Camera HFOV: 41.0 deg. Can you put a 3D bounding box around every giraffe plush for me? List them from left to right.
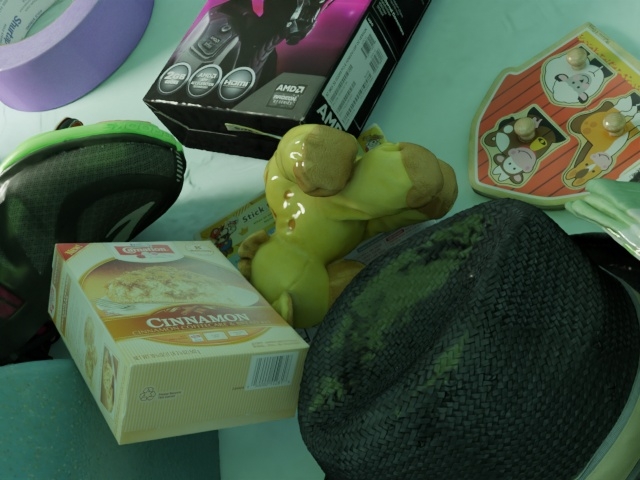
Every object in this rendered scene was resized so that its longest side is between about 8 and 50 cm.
[{"bbox_3d":[0.000,0.000,0.736,0.210,0.181,0.170,11,88,20],"label":"giraffe plush"}]

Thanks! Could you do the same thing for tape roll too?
[{"bbox_3d":[-0.367,-0.312,1.171,0.274,0.090,0.275,-13,57,20],"label":"tape roll"}]

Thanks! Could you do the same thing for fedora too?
[{"bbox_3d":[0.101,0.089,0.599,0.334,0.152,0.334,-31,32,22],"label":"fedora"}]

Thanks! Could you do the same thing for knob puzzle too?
[{"bbox_3d":[0.219,-0.108,0.793,0.213,0.030,0.213,-12,57,20],"label":"knob puzzle"}]

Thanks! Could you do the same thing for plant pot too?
[{"bbox_3d":[-0.244,0.226,0.680,0.248,0.252,0.247,-19,54,15],"label":"plant pot"}]

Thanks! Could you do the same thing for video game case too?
[{"bbox_3d":[-0.001,0.014,0.831,0.227,0.026,0.206,-31,52,8],"label":"video game case"}]

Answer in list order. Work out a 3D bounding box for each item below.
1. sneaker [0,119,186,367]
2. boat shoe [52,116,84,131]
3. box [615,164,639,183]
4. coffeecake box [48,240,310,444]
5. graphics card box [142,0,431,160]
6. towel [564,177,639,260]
[{"bbox_3d":[-0.307,0.069,0.876,0.483,0.185,0.202,-41,61,10],"label":"sneaker"},{"bbox_3d":[-0.304,-0.088,1.029,0.043,0.049,0.137,-3,63,21],"label":"boat shoe"},{"bbox_3d":[0.350,-0.064,0.682,0.232,0.058,0.087,-32,51,5],"label":"box"},{"bbox_3d":[-0.118,0.069,0.674,0.185,0.142,0.068,40,124,49],"label":"coffeecake box"},{"bbox_3d":[-0.007,-0.258,0.943,0.232,0.094,0.371,14,67,36],"label":"graphics card box"},{"bbox_3d":[0.319,0.061,0.494,0.325,0.248,0.038,-117,37,-55],"label":"towel"}]
